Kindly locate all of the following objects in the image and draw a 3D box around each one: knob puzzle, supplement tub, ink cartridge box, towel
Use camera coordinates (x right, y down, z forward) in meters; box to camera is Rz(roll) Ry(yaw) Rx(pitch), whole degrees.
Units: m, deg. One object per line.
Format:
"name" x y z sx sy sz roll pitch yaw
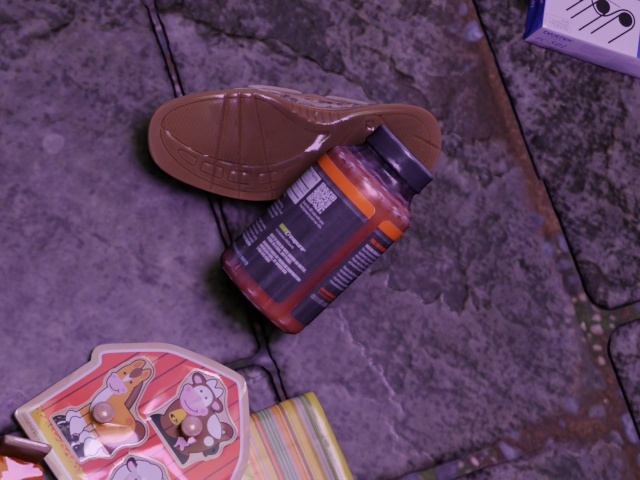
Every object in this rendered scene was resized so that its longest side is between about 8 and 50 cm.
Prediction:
"knob puzzle" -0.144 0.170 1.406 0.213 0.030 0.213 6 66 -15
"supplement tub" 0.010 -0.014 1.447 0.198 0.106 0.106 -43 93 5
"ink cartridge box" 0.326 -0.235 1.707 0.207 0.046 0.097 15 71 -17
"towel" -0.089 0.221 1.433 0.237 0.021 0.102 -19 77 -24

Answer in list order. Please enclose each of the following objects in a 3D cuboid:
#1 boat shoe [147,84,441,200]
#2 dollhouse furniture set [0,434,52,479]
"boat shoe" -0.030 -0.094 1.518 0.285 0.089 0.105 3 100 -18
"dollhouse furniture set" -0.349 0.263 1.255 0.259 0.135 0.262 16 70 -16
